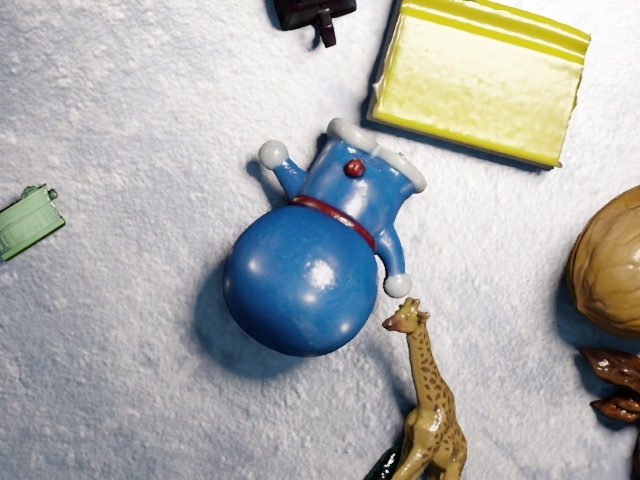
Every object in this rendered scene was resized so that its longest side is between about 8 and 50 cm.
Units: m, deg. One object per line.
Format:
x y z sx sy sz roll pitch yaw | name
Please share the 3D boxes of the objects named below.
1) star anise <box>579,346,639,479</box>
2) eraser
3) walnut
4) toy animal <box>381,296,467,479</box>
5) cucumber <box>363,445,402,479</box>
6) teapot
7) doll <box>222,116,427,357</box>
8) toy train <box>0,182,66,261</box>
0.395 0.176 1.978 0.212 0.111 0.196 -4 99 -13 | star anise
0.170 -0.179 1.953 0.226 0.069 0.158 14 93 -7 | eraser
0.356 0.021 1.931 0.207 0.167 0.167 -29 95 -16 | walnut
0.106 0.197 1.940 0.149 0.054 0.275 4 100 -36 | toy animal
0.052 0.280 1.975 0.032 0.032 0.133 36 87 -6 | cucumber
-0.012 -0.290 1.915 0.087 0.096 0.177 -16 94 -6 | teapot
0.000 0.000 1.912 0.215 0.161 0.257 32 72 7 | doll
-0.315 -0.021 1.920 0.093 0.038 0.056 -33 97 -4 | toy train
